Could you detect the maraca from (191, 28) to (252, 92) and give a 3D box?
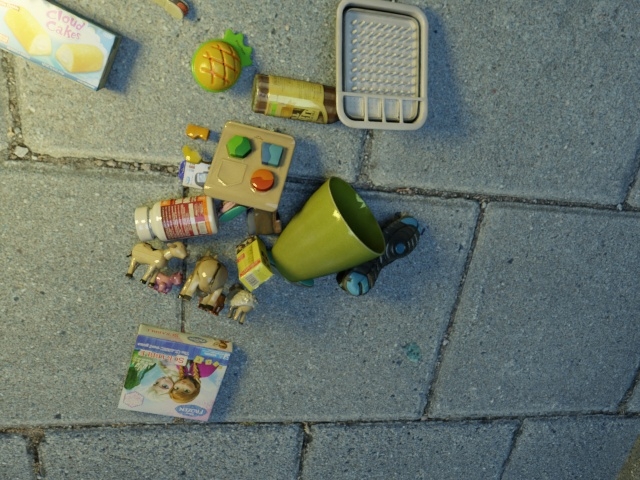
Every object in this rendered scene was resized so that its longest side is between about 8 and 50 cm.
[{"bbox_3d":[-0.260,-0.476,1.244,0.185,0.099,0.127,-47,125,-16],"label":"maraca"}]

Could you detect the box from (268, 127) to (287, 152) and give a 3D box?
[{"bbox_3d":[-0.171,-0.254,1.367,0.137,0.027,0.094,-31,78,4],"label":"box"}]

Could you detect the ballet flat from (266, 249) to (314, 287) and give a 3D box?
[{"bbox_3d":[-0.119,0.102,1.550,0.213,0.072,0.068,33,131,-21],"label":"ballet flat"}]

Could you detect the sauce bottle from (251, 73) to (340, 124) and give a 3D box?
[{"bbox_3d":[-0.018,-0.388,1.317,0.344,0.111,0.111,5,112,-14],"label":"sauce bottle"}]

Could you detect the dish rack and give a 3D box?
[{"bbox_3d":[0.161,-0.471,1.281,0.285,0.072,0.333,-4,99,-22],"label":"dish rack"}]

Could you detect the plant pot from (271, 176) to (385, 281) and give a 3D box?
[{"bbox_3d":[0.000,0.000,1.430,0.293,0.275,0.275,-34,116,22],"label":"plant pot"}]

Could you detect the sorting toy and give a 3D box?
[{"bbox_3d":[-0.241,-0.223,1.301,0.307,0.041,0.229,14,76,0],"label":"sorting toy"}]

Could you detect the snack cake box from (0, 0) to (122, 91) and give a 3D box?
[{"bbox_3d":[-0.655,-0.503,1.158,0.264,0.089,0.152,23,108,-19],"label":"snack cake box"}]

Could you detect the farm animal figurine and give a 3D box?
[{"bbox_3d":[-0.371,0.098,1.382,0.330,0.327,0.172,33,72,-37],"label":"farm animal figurine"}]

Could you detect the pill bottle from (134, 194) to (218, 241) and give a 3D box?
[{"bbox_3d":[-0.420,-0.063,1.379,0.221,0.121,0.121,-8,115,-7],"label":"pill bottle"}]

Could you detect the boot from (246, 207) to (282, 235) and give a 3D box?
[{"bbox_3d":[-0.186,-0.108,1.426,0.106,0.082,0.219,-13,117,-8],"label":"boot"}]

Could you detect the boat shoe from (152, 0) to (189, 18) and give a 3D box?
[{"bbox_3d":[-0.397,-0.622,1.181,0.137,0.049,0.043,35,61,-20],"label":"boat shoe"}]

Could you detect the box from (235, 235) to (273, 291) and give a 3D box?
[{"bbox_3d":[-0.204,0.061,1.412,0.087,0.232,0.058,-37,116,5],"label":"box"}]

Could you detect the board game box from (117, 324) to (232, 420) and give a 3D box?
[{"bbox_3d":[-0.505,0.469,1.628,0.319,0.066,0.318,15,110,-17],"label":"board game box"}]

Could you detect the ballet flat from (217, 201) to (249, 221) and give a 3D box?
[{"bbox_3d":[-0.223,-0.124,1.379,0.221,0.079,0.077,-20,159,31],"label":"ballet flat"}]

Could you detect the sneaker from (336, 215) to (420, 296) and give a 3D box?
[{"bbox_3d":[0.184,0.037,1.548,0.341,0.139,0.125,-40,106,-13],"label":"sneaker"}]

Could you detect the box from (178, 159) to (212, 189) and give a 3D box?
[{"bbox_3d":[-0.350,-0.194,1.387,0.136,0.028,0.081,10,112,-17],"label":"box"}]
